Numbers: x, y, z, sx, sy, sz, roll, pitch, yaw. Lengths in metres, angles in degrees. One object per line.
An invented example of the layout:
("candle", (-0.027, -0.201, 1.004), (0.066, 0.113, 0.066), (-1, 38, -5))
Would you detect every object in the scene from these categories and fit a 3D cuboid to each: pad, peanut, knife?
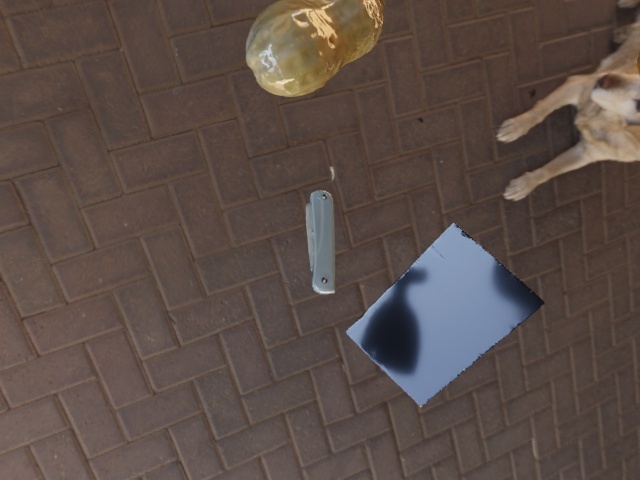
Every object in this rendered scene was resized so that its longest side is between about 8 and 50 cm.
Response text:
("pad", (0.209, 0.141, 0.778), (0.202, 0.005, 0.300), (43, 111, 10))
("peanut", (0.001, -0.301, 0.622), (0.290, 0.130, 0.130), (-45, 116, -31))
("knife", (0.000, 0.000, 0.650), (0.044, 0.023, 0.162), (3, 72, -12))

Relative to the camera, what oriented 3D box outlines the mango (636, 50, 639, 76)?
("mango", (0.535, -0.227, 0.634), (0.084, 0.159, 0.105), (-14, 141, 17))
